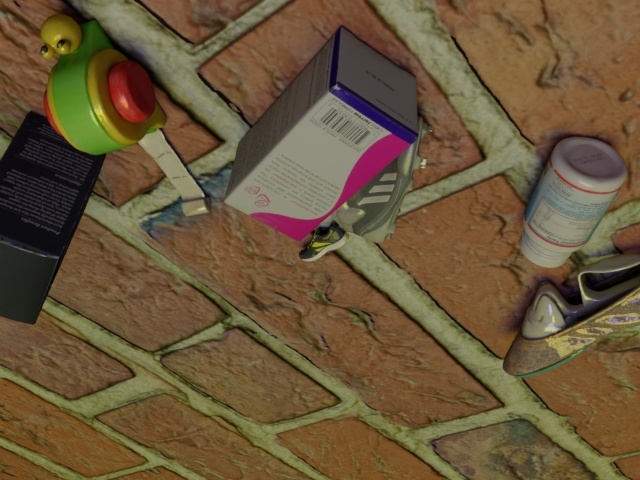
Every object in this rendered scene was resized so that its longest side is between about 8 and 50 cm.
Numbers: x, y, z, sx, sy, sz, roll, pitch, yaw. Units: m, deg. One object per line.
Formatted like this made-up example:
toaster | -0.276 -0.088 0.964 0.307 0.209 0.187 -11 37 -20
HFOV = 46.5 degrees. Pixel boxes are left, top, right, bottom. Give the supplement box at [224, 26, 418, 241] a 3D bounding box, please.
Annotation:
supplement box | -0.002 -0.113 0.849 0.111 0.113 0.220 29 133 -24

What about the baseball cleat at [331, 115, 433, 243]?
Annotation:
baseball cleat | 0.063 -0.074 0.916 0.110 0.072 0.205 15 135 1

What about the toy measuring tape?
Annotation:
toy measuring tape | -0.226 -0.114 0.877 0.122 0.121 0.330 -10 136 18

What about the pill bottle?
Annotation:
pill bottle | 0.299 -0.042 0.906 0.087 0.087 0.160 9 139 -2

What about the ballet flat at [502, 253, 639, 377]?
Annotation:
ballet flat | 0.372 0.091 1.052 0.316 0.107 0.106 -33 105 30

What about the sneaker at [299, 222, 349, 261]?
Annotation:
sneaker | 0.000 0.000 1.041 0.083 0.031 0.035 -28 115 28

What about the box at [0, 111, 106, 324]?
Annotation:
box | -0.358 -0.027 0.920 0.108 0.207 0.153 22 136 -16
